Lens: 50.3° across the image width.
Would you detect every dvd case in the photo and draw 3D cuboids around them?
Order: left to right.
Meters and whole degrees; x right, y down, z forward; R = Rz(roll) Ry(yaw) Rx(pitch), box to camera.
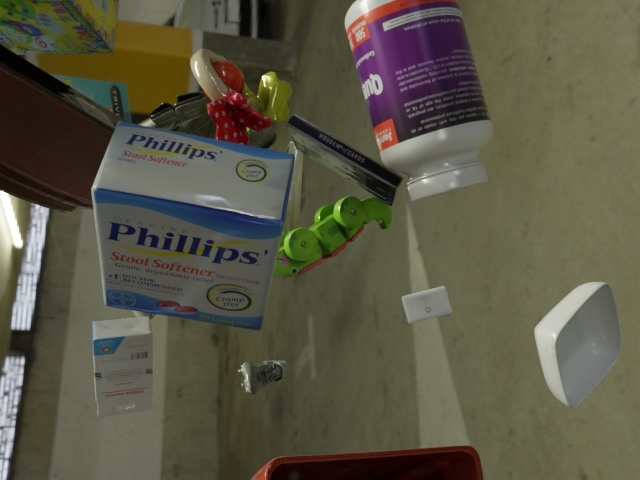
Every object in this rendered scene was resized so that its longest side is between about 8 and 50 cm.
[{"bbox_3d":[0.049,-0.153,1.330,0.030,0.238,0.179,-57,-7,-5],"label":"dvd case"}]

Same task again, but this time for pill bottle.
[{"bbox_3d":[0.161,-0.232,1.075,0.181,0.181,0.323,160,95,-75],"label":"pill bottle"}]

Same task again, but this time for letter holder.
[{"bbox_3d":[-0.456,-0.145,1.081,0.214,0.301,0.152,-52,45,6],"label":"letter holder"}]

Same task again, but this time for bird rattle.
[{"bbox_3d":[-0.171,-0.266,1.278,0.143,0.207,0.253,-40,1,25],"label":"bird rattle"}]

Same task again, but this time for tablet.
[{"bbox_3d":[0.197,0.119,1.263,0.006,0.083,0.054,-58,-47,-80],"label":"tablet"}]

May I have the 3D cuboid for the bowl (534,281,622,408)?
[{"bbox_3d":[0.343,0.135,0.918,0.053,0.142,0.142,16,136,52],"label":"bowl"}]

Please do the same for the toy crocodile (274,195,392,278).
[{"bbox_3d":[0.000,0.000,1.378,0.105,0.340,0.115,61,151,-7],"label":"toy crocodile"}]

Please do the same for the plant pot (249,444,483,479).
[{"bbox_3d":[0.026,0.392,0.789,0.235,0.267,0.268,-38,51,57],"label":"plant pot"}]

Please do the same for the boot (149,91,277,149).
[{"bbox_3d":[-0.228,-0.242,1.451,0.083,0.246,0.161,-98,-9,-59],"label":"boot"}]

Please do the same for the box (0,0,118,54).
[{"bbox_3d":[-0.659,-0.576,1.584,0.290,0.279,0.177,69,-158,-79],"label":"box"}]

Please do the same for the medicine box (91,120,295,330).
[{"bbox_3d":[-0.194,-0.012,1.052,0.289,0.263,0.149,106,173,-51],"label":"medicine box"}]

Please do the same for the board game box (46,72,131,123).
[{"bbox_3d":[-0.560,-0.243,1.570,0.336,0.079,0.254,-21,-74,-68],"label":"board game box"}]

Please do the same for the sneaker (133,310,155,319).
[{"bbox_3d":[-0.437,0.110,1.558,0.091,0.094,0.258,-44,-28,-35],"label":"sneaker"}]

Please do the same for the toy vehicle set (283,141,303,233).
[{"bbox_3d":[-0.080,-0.087,1.664,0.166,0.035,0.267,132,143,-72],"label":"toy vehicle set"}]

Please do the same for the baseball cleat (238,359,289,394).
[{"bbox_3d":[-0.125,0.297,1.538,0.206,0.109,0.072,152,106,-85],"label":"baseball cleat"}]

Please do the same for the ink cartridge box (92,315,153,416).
[{"bbox_3d":[-0.367,0.234,1.266,0.060,0.104,0.180,-125,37,-54],"label":"ink cartridge box"}]
